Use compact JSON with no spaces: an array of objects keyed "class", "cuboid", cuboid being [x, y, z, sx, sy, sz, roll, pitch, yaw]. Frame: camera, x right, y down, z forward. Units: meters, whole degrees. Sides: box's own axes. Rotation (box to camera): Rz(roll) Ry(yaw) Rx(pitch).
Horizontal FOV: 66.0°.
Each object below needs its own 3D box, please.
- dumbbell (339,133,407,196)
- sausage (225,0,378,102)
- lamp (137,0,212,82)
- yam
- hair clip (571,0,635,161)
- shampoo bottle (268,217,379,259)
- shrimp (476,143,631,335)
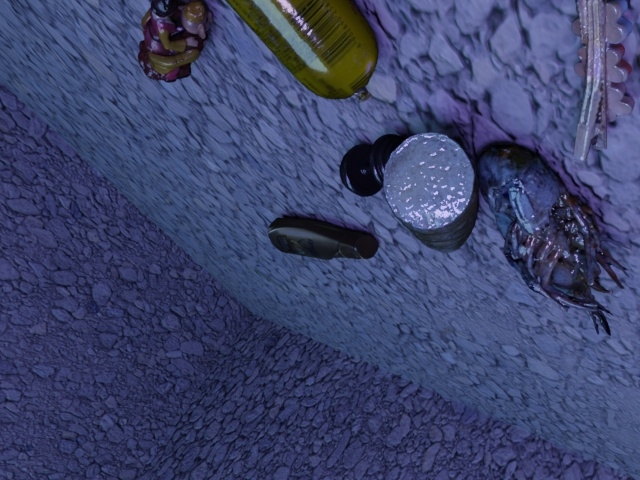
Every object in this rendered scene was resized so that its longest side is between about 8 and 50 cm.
[{"class":"dumbbell","cuboid":[0.102,-0.129,0.858,0.099,0.099,0.209,43,157,-23]},{"class":"sausage","cuboid":[-0.047,-0.317,0.632,0.347,0.123,0.123,44,157,-24]},{"class":"lamp","cuboid":[-0.251,-0.365,0.857,0.118,0.118,0.253,40,155,-15]},{"class":"yam","cuboid":[0.188,-0.050,0.797,0.133,0.133,0.330,26,176,21]},{"class":"hair clip","cuboid":[0.302,-0.179,0.530,0.062,0.056,0.213,37,158,44]},{"class":"shampoo bottle","cuboid":[0.000,0.000,1.317,0.350,0.084,0.125,9,146,47]},{"class":"shrimp","cuboid":[0.341,0.024,0.731,0.372,0.172,0.137,51,163,-4]}]
